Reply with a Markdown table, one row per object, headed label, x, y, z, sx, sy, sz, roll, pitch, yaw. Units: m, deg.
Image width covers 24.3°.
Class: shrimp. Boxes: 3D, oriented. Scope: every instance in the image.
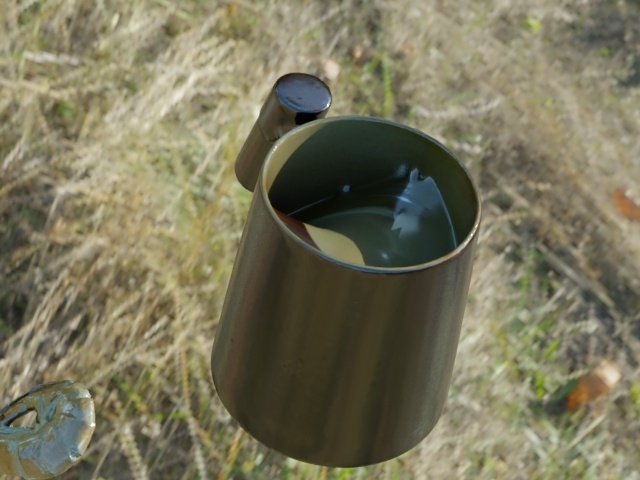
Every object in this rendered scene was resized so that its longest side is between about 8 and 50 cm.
| label | x | y | z | sx | sy | sz | roll | pitch | yaw |
| --- | --- | --- | --- | --- | --- | --- | --- | --- | --- |
| shrimp | -0.279 | 0.173 | 1.360 | 0.041 | 0.180 | 0.099 | 43 | 47 | -46 |

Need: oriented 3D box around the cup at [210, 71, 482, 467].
| label | x | y | z | sx | sy | sz | roll | pitch | yaw |
| --- | --- | --- | --- | --- | --- | --- | --- | --- | --- |
| cup | -0.009 | 0.010 | 0.984 | 0.239 | 0.177 | 0.166 | 37 | 51 | 24 |
